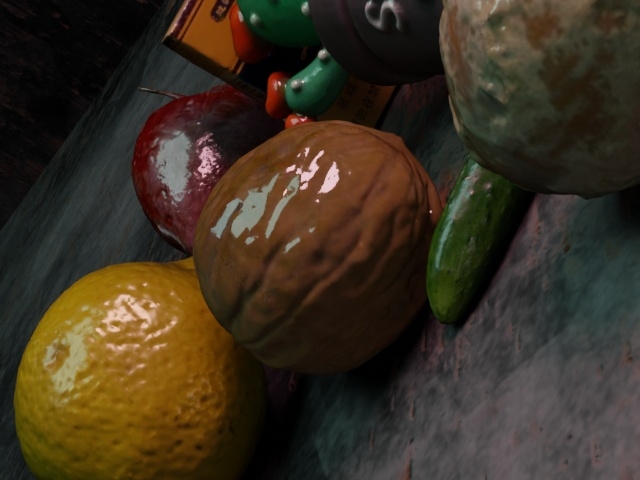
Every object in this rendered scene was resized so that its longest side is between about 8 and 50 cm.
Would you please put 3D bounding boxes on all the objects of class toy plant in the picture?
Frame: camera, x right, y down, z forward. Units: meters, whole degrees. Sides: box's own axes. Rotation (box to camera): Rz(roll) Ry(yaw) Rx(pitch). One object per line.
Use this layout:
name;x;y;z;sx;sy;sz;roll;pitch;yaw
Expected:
toy plant;0.044;-0.242;1.101;0.185;0.279;0.400;-34;27;-28

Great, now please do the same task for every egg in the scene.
egg;0.173;-0.139;0.749;0.203;0.203;0.245;-98;32;-62

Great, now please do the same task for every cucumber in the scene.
cucumber;0.136;-0.054;0.935;0.250;0.056;0.056;-64;19;-10

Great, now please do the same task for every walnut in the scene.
walnut;0.000;0.000;1.002;0.213;0.213;0.213;-50;21;27

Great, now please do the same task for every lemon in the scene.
lemon;-0.161;0.133;1.133;0.228;0.228;0.253;-29;51;56

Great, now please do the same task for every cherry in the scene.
cherry;-0.129;-0.074;1.449;0.175;0.192;0.250;89;-178;-47

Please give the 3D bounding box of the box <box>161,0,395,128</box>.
box;-0.028;-0.214;1.303;0.152;0.237;0.070;-62;16;-8
